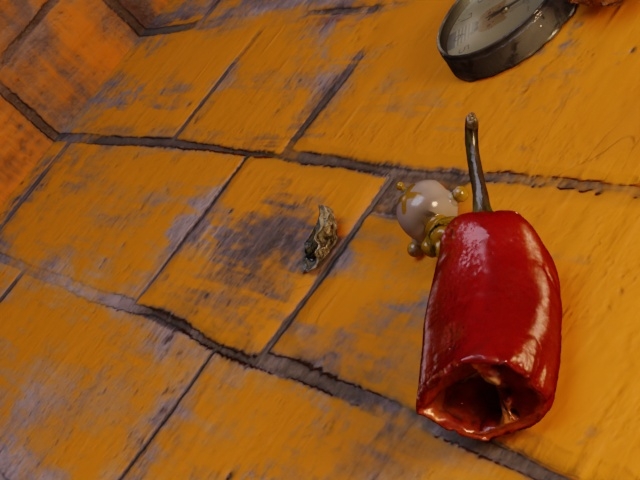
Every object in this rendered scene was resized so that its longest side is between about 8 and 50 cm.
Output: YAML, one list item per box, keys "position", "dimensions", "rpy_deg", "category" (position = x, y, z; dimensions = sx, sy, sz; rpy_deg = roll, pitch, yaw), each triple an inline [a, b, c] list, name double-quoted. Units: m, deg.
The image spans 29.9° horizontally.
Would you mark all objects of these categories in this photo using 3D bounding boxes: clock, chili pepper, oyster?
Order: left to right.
- position: [-0.001, 0.000, 1.651]
  dimensions: [0.098, 0.037, 0.100]
  rpy_deg: [-176, 105, -78]
  category: "oyster"
- position: [0.177, 0.039, 1.233]
  dimensions: [0.134, 0.131, 0.338]
  rpy_deg: [124, 161, -44]
  category: "chili pepper"
- position: [0.262, -0.322, 1.688]
  dimensions: [0.226, 0.049, 0.226]
  rpy_deg: [-35, 29, 23]
  category: "clock"

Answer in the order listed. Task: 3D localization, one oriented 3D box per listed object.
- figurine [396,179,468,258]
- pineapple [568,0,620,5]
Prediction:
- position: [0.135, -0.016, 1.444]
  dimensions: [0.101, 0.068, 0.143]
  rpy_deg: [-34, 46, 36]
  category: "figurine"
- position: [0.392, -0.370, 1.538]
  dimensions: [0.225, 0.076, 0.225]
  rpy_deg: [-32, 29, 20]
  category: "pineapple"
